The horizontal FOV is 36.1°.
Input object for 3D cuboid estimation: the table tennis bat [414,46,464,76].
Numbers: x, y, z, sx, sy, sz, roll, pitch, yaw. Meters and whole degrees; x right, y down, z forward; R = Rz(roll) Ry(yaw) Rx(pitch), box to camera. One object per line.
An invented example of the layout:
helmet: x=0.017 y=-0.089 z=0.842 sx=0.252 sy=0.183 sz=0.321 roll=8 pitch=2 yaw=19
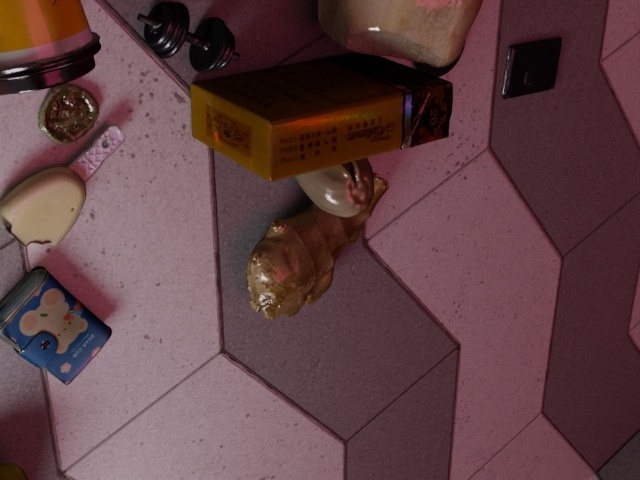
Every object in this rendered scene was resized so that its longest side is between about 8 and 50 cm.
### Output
table tennis bat: x=0.222 y=-0.409 z=2.050 sx=0.236 sy=0.027 sz=0.150 roll=-13 pitch=121 yaw=-37

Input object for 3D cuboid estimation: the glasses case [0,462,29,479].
glasses case: x=-0.607 y=0.558 z=1.750 sx=0.141 sy=0.173 sz=0.371 roll=4 pitch=112 yaw=-41

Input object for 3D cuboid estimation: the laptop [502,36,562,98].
laptop: x=0.497 y=-0.403 z=2.297 sx=0.180 sy=0.016 sz=0.129 roll=-17 pitch=123 yaw=-35

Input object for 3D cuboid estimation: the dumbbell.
dumbbell: x=-0.219 y=-0.341 z=1.655 sx=0.209 sy=0.099 sz=0.099 roll=14 pitch=102 yaw=-43

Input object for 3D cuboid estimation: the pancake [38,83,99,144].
pancake: x=-0.414 y=-0.207 z=1.618 sx=0.108 sy=0.017 sz=0.108 roll=-16 pitch=118 yaw=-32

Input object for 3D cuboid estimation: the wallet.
wallet: x=-0.475 y=0.153 z=1.730 sx=0.141 sy=0.059 sz=0.202 roll=-52 pitch=137 yaw=-16

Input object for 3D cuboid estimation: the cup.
cup: x=-0.433 y=-0.357 z=1.411 sx=0.196 sy=0.196 sz=0.279 roll=-24 pitch=118 yaw=-30

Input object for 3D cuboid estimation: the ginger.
ginger: x=0.009 y=0.022 z=2.003 sx=0.376 sy=0.166 sz=0.236 roll=-26 pitch=114 yaw=-20

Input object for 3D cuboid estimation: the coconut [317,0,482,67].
coconut: x=0.155 y=-0.465 z=1.782 sx=0.297 sy=0.297 sz=0.254 roll=-8 pitch=119 yaw=-38

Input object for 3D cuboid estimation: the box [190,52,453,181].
box: x=0.008 y=-0.238 z=1.790 sx=0.415 sy=0.264 sz=0.115 roll=-17 pitch=121 yaw=-34

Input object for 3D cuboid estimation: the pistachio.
pistachio: x=0.017 y=-0.135 z=1.897 sx=0.144 sy=0.215 sz=0.144 roll=-32 pitch=154 yaw=-18

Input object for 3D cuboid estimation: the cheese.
cheese: x=-0.422 y=-0.093 z=1.647 sx=0.255 sy=0.050 sz=0.127 roll=-47 pitch=134 yaw=-11
